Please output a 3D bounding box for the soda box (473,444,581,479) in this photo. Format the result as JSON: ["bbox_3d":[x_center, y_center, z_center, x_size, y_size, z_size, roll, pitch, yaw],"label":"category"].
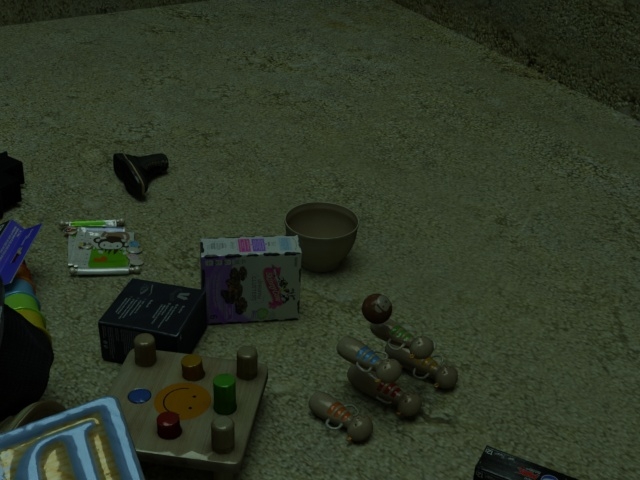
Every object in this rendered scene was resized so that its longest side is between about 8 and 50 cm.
[{"bbox_3d":[0.329,0.389,1.469,0.168,0.053,0.060,16,34,22],"label":"soda box"}]

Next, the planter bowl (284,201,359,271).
[{"bbox_3d":[0.000,0.000,2.032,0.162,0.109,0.162,3,31,-2],"label":"planter bowl"}]

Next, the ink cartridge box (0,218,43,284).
[{"bbox_3d":[-0.677,0.043,1.863,0.208,0.045,0.206,-21,31,18],"label":"ink cartridge box"}]

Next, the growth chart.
[{"bbox_3d":[-0.484,0.013,2.057,0.171,0.021,0.237,-6,33,-16],"label":"growth chart"}]

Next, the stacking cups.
[{"bbox_3d":[-0.586,0.115,1.808,0.096,0.096,0.316,-8,33,-18],"label":"stacking cups"}]

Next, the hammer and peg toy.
[{"bbox_3d":[-0.245,0.300,1.496,0.265,0.127,0.361,7,31,6],"label":"hammer and peg toy"}]

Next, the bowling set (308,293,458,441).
[{"bbox_3d":[0.119,0.209,1.623,0.154,0.200,0.287,28,43,33],"label":"bowling set"}]

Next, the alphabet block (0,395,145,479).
[{"bbox_3d":[-0.330,0.353,1.256,0.193,0.197,0.192,-17,61,-14],"label":"alphabet block"}]

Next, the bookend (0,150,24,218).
[{"bbox_3d":[-0.762,-0.136,2.229,0.156,0.072,0.157,21,35,26],"label":"bookend"}]

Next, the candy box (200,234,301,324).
[{"bbox_3d":[-0.138,0.078,1.837,0.196,0.165,0.070,-3,32,-9],"label":"candy box"}]

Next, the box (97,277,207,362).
[{"bbox_3d":[-0.314,0.159,1.758,0.158,0.093,0.156,9,31,11],"label":"box"}]

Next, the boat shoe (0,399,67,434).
[{"bbox_3d":[-0.506,0.380,1.377,0.110,0.122,0.341,-17,22,42],"label":"boat shoe"}]

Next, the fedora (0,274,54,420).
[{"bbox_3d":[-0.541,0.204,1.538,0.152,0.334,0.334,22,19,-32],"label":"fedora"}]

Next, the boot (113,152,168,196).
[{"bbox_3d":[-0.429,-0.177,2.330,0.137,0.077,0.198,-7,33,-26],"label":"boot"}]
